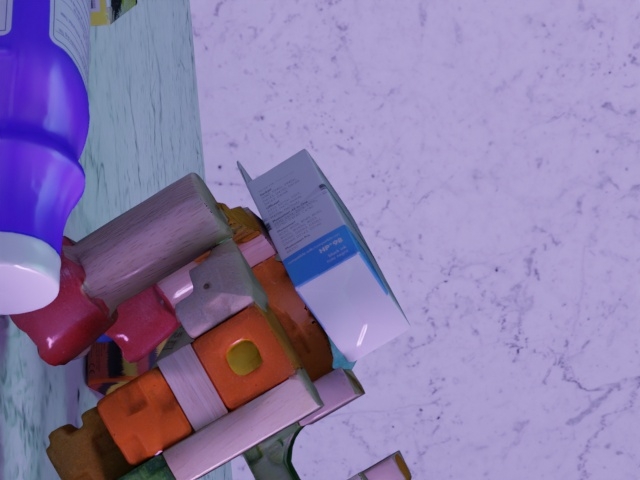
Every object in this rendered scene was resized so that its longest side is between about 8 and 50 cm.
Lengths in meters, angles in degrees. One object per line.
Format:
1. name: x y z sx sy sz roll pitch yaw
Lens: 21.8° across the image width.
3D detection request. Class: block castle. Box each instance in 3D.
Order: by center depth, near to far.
1. block castle: -0.057 0.193 1.226 0.453 0.213 0.303 60 5 7

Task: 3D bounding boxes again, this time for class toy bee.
1. toy bee: -0.139 0.132 1.686 0.298 0.162 0.195 -87 173 -85

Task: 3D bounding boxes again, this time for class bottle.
1. bottle: -0.184 -0.096 0.989 0.118 0.092 0.283 86 2 -63

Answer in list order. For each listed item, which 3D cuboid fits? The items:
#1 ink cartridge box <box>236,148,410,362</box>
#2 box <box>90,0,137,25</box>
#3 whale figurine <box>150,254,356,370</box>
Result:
1. ink cartridge box: 0.000 0.000 1.356 0.104 0.060 0.180 55 6 -42
2. box: -0.208 -0.246 1.517 0.232 0.058 0.087 -95 -178 -76
3. whale figurine: -0.067 0.118 1.487 0.272 0.141 0.216 -49 -169 -19
